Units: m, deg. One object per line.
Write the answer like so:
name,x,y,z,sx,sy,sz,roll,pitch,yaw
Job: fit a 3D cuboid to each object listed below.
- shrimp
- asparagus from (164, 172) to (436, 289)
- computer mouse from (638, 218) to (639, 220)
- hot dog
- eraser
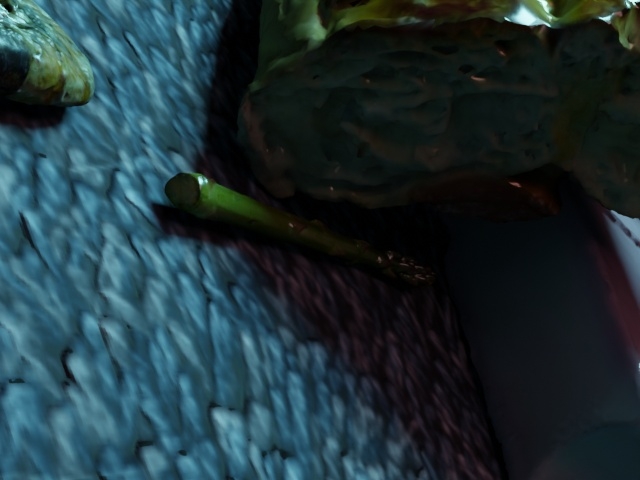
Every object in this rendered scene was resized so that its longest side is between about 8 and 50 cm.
shrimp,-0.161,-0.094,0.453,0.091,0.034,0.161,48,16,15
asparagus,0.000,0.000,0.615,0.248,0.024,0.025,20,48,-53
computer mouse,0.346,0.075,1.069,0.217,0.073,0.122,56,26,-12
hot dog,0.127,-0.173,0.738,0.368,0.196,0.365,0,45,-4
eraser,0.258,0.111,0.814,0.359,0.122,0.272,34,31,-35
